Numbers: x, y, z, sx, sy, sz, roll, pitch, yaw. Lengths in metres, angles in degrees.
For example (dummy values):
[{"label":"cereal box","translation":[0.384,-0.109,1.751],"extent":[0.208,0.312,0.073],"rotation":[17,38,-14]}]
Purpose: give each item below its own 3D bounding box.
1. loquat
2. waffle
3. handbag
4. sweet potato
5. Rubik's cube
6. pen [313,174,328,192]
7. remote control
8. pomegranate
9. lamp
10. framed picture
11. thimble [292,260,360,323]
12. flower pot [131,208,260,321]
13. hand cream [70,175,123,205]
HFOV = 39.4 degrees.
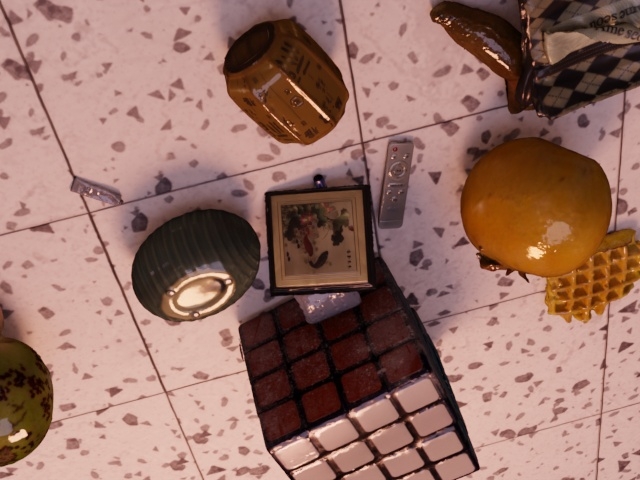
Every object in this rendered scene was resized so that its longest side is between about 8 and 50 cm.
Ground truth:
[{"label":"loquat","translation":[0.384,-0.052,1.620],"extent":[0.275,0.275,0.274],"rotation":[-8,130,-9]},{"label":"waffle","translation":[0.592,0.089,1.923],"extent":[0.229,0.057,0.219],"rotation":[-14,131,-5]},{"label":"handbag","translation":[0.417,-0.410,1.368],"extent":[0.317,0.180,0.416],"rotation":[-26,126,-4]},{"label":"sweet potato","translation":[0.297,-0.307,1.502],"extent":[0.286,0.085,0.112],"rotation":[31,120,-32]},{"label":"Rubik's cube","translation":[0.075,0.302,1.774],"extent":[0.344,0.344,0.337],"rotation":[-25,131,7]},{"label":"pen","translation":[0.027,-0.044,1.685],"extent":[0.025,0.025,0.204],"rotation":[-22,130,3]},{"label":"remote control","translation":[0.138,-0.104,1.666],"extent":[0.050,0.027,0.184],"rotation":[-4,124,-14]},{"label":"pomegranate","translation":[-0.625,0.241,1.618],"extent":[0.285,0.285,0.340],"rotation":[-4,96,-12]},{"label":"lamp","translation":[-0.053,-0.248,1.414],"extent":[0.161,0.161,0.185],"rotation":[-36,128,14]},{"label":"framed picture","translation":[0.000,0.000,1.616],"extent":[0.199,0.010,0.195],"rotation":[-4,90,5]},{"label":"thimble","translation":[-0.001,0.071,1.686],"extent":[0.118,0.151,0.127],"rotation":[-24,160,3]},{"label":"flower pot","translation":[-0.223,0.047,1.605],"extent":[0.243,0.157,0.189],"rotation":[-28,131,11]},{"label":"hand cream","translation":[-0.385,-0.082,1.547],"extent":[0.093,0.019,0.030],"rotation":[19,120,-25]}]
